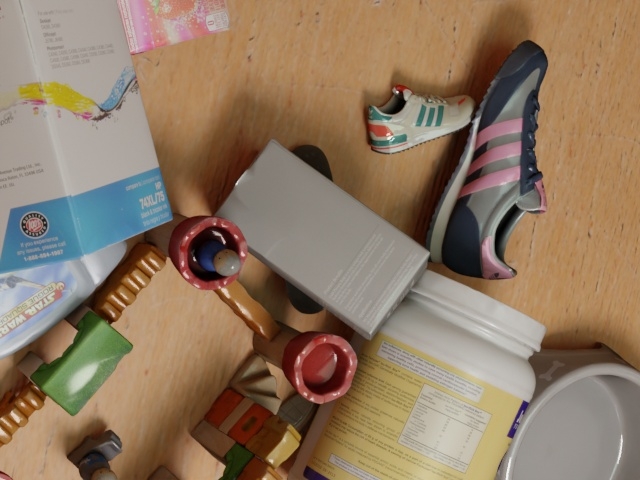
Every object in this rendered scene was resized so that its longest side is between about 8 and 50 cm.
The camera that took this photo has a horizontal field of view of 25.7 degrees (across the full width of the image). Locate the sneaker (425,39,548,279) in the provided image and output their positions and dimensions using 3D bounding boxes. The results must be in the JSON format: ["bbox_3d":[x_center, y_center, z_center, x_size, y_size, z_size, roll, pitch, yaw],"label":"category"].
[{"bbox_3d":[0.254,-0.098,1.832,0.112,0.131,0.319,12,100,-66],"label":"sneaker"}]

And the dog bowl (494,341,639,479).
[{"bbox_3d":[0.359,0.312,2.000,0.348,0.102,0.349,-6,103,-27],"label":"dog bowl"}]

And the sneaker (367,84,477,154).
[{"bbox_3d":[0.131,-0.170,1.809,0.161,0.057,0.075,-23,115,-20],"label":"sneaker"}]

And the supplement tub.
[{"bbox_3d":[0.126,0.218,1.777,0.241,0.241,0.331,27,87,-29],"label":"supplement tub"}]

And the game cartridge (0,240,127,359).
[{"bbox_3d":[-0.373,0.027,1.583,0.297,0.062,0.198,-36,110,-18],"label":"game cartridge"}]

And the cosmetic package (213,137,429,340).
[{"bbox_3d":[0.000,0.000,1.673,0.238,0.107,0.127,37,84,8],"label":"cosmetic package"}]

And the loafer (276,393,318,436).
[{"bbox_3d":[-0.047,0.250,1.810,0.125,0.045,0.039,-47,134,-5],"label":"loafer"}]

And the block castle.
[{"bbox_3d":[-0.194,0.216,1.623,0.453,0.213,0.303,-49,118,-12],"label":"block castle"}]

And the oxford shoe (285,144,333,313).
[{"bbox_3d":[-0.018,-0.013,1.762,0.076,0.076,0.212,0,86,6],"label":"oxford shoe"}]

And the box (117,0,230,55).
[{"bbox_3d":[-0.215,-0.362,1.534,0.142,0.154,0.300,-18,109,-24],"label":"box"}]

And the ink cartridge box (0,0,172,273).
[{"bbox_3d":[-0.305,-0.116,1.418,0.197,0.198,0.270,-30,108,-67],"label":"ink cartridge box"}]
